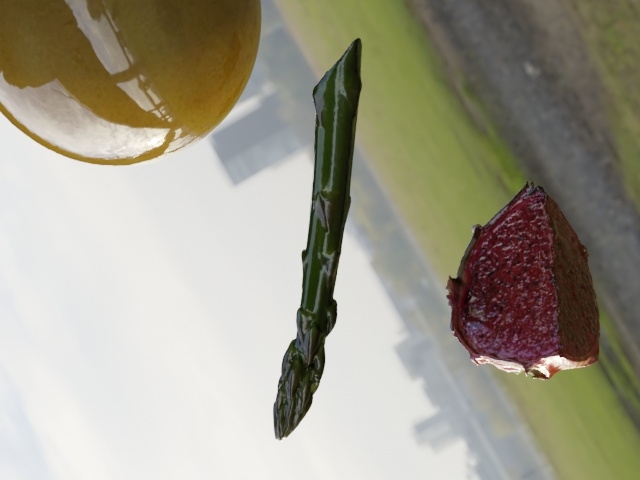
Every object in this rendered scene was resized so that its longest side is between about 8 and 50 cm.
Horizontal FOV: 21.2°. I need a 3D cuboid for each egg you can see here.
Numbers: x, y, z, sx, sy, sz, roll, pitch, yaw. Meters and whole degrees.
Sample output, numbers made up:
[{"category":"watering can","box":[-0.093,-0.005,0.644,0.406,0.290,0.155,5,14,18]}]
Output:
[{"category":"egg","box":[-0.179,-0.208,1.400,0.250,0.250,0.322,-117,8,-49]}]

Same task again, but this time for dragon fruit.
[{"category":"dragon fruit","box":[0.249,0.076,2.124,0.126,0.161,0.274,41,-143,-44]}]

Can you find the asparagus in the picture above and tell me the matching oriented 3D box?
[{"category":"asparagus","box":[0.000,0.000,0.968,0.027,0.236,0.034,17,-164,33]}]
